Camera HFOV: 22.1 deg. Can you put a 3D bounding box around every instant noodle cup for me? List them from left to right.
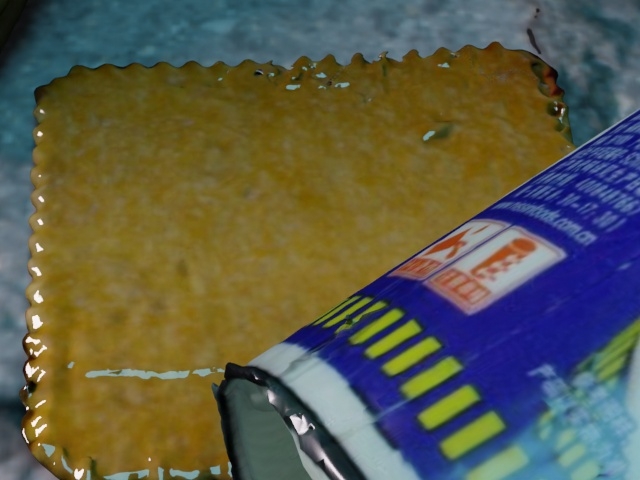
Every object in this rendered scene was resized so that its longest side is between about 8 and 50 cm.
[{"bbox_3d":[0.150,0.054,0.443,0.312,0.284,0.284,-25,50,-15],"label":"instant noodle cup"}]

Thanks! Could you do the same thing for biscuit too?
[{"bbox_3d":[0.000,0.000,0.648,0.232,0.013,0.237,-3,45,-6],"label":"biscuit"}]

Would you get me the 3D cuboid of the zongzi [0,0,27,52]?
[{"bbox_3d":[-0.165,-0.229,0.704,0.123,0.260,0.289,-2,42,8],"label":"zongzi"}]
